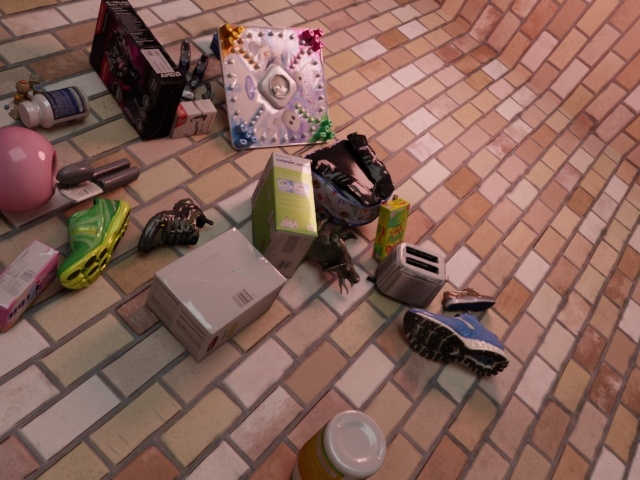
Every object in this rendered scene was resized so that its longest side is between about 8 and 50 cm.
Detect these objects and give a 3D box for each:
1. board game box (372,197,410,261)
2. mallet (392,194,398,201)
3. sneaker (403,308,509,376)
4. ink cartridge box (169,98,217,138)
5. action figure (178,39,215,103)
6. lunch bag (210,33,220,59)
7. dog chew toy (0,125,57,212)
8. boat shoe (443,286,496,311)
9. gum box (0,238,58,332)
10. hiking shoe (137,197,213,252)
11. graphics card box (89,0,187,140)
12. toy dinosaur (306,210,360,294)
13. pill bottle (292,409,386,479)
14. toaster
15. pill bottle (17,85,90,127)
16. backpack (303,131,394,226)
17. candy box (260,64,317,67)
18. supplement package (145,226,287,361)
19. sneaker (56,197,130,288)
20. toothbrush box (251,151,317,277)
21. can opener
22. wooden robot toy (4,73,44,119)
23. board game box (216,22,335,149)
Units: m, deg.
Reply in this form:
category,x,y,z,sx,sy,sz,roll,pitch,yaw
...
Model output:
category,x,y,z,sx,sy,sz,roll,pitch,yaw
board game box,0.216,-0.032,1.833,0.092,0.181,0.043,-21,40,-38
mallet,0.251,-0.088,2.002,0.062,0.039,0.190,30,42,-2
sneaker,0.385,0.275,1.737,0.330,0.130,0.147,25,32,-12
ink cartridge box,-0.399,-0.375,1.841,0.135,0.099,0.056,-18,64,-36
action figure,-0.435,-0.512,1.938,0.185,0.099,0.285,18,51,-21
lunch bag,-0.351,-0.705,2.157,0.067,0.065,0.098,-21,67,-38
dog chew toy,-0.804,-0.171,1.404,0.331,0.207,0.207,2,53,-17
boat shoe,0.467,0.180,1.875,0.183,0.066,0.066,4,51,-25
gum box,-0.660,0.102,1.312,0.062,0.107,0.188,29,46,-4
hiking shoe,-0.380,-0.027,1.580,0.114,0.086,0.227,36,45,7
graphics card box,-0.551,-0.509,1.777,0.094,0.233,0.371,-21,67,-43
toy dinosaur,0.000,0.000,1.733,0.313,0.121,0.160,35,78,20
pill bottle,0.028,0.472,1.282,0.136,0.246,0.136,15,48,-17
toaster,0.267,0.098,1.780,0.227,0.146,0.129,20,47,-12
pill bottle,-0.739,-0.367,1.658,0.169,0.094,0.094,-29,71,-41
backpack,0.082,-0.165,1.851,0.263,0.213,0.276,41,52,22
candy box,-0.149,-0.566,2.088,0.233,0.159,0.071,-10,58,-34
supplement package,-0.256,0.128,1.479,0.204,0.145,0.262,45,48,12
sneaker,-0.568,0.003,1.457,0.123,0.109,0.295,17,41,-2
toothbrush box,-0.108,-0.072,1.677,0.122,0.206,0.283,9,50,-21
can opener,-0.567,-0.164,1.549,0.074,0.093,0.280,39,25,4
wooden robot toy,-0.817,-0.417,1.669,0.076,0.079,0.173,21,48,-12
board game box,-0.133,-0.510,1.971,0.390,0.050,0.390,-11,97,-33
